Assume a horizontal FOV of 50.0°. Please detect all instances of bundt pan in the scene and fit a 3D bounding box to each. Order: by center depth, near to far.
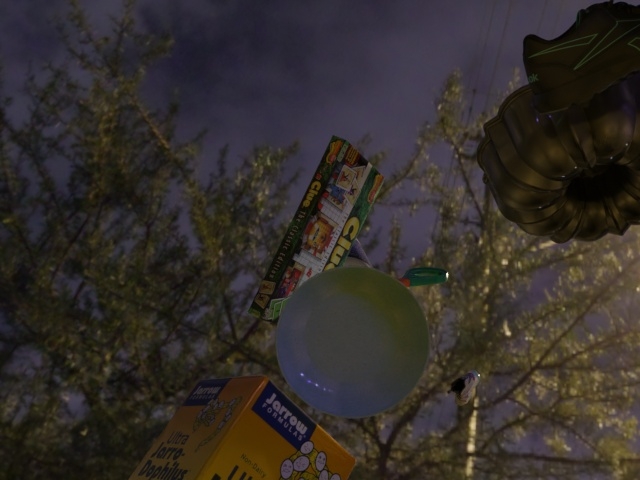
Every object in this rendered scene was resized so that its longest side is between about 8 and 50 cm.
[{"bbox_3d":[0.408,-0.109,1.029,0.330,0.124,0.331,-1,-36,-1],"label":"bundt pan"}]

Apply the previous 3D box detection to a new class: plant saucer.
[{"bbox_3d":[0.040,0.125,0.870,0.194,0.037,0.195,0,-84,1],"label":"plant saucer"}]

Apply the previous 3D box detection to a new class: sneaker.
[{"bbox_3d":[0.378,-0.252,0.837,0.267,0.101,0.106,-23,-84,11],"label":"sneaker"},{"bbox_3d":[0.293,0.320,1.460,0.069,0.038,0.098,-10,-51,-36],"label":"sneaker"}]

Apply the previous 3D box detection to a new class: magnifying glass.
[{"bbox_3d":[0.201,0.090,1.516,0.092,0.231,0.026,9,-78,40],"label":"magnifying glass"}]

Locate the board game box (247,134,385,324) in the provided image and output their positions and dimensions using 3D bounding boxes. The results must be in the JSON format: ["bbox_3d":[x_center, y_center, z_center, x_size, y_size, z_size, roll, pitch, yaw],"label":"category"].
[{"bbox_3d":[0.000,0.000,0.946,0.030,0.260,0.136,23,-5,30],"label":"board game box"}]

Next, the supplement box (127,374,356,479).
[{"bbox_3d":[-0.148,0.375,0.879,0.194,0.357,0.195,46,-35,-19],"label":"supplement box"}]

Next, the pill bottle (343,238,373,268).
[{"bbox_3d":[0.030,0.079,1.311,0.153,0.265,0.153,-4,-67,-9],"label":"pill bottle"}]
